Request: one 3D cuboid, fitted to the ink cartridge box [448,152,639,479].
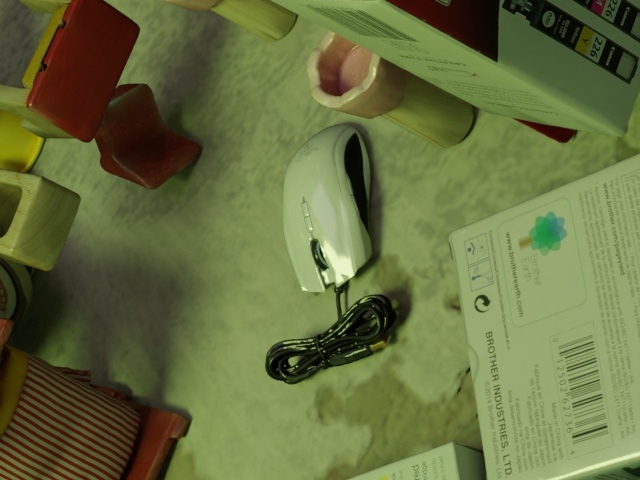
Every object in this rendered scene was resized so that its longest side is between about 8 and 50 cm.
[{"bbox_3d":[0.224,0.032,0.989,0.311,0.065,0.186,-25,59,36],"label":"ink cartridge box"}]

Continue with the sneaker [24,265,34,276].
[{"bbox_3d":[-0.374,0.032,1.501,0.290,0.106,0.123,-27,54,18],"label":"sneaker"}]

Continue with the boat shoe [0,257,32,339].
[{"bbox_3d":[-0.345,0.138,1.385,0.113,0.103,0.302,30,107,6],"label":"boat shoe"}]

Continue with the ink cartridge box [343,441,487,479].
[{"bbox_3d":[0.042,0.217,1.070,0.175,0.072,0.127,-25,59,32],"label":"ink cartridge box"}]

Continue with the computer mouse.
[{"bbox_3d":[0.000,0.000,1.214,0.106,0.042,0.193,-24,59,34],"label":"computer mouse"}]

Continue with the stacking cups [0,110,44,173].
[{"bbox_3d":[-0.379,-0.138,1.417,0.096,0.316,0.096,-19,60,37],"label":"stacking cups"}]

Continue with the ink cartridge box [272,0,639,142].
[{"bbox_3d":[0.149,-0.234,1.006,0.130,0.272,0.309,17,86,54],"label":"ink cartridge box"}]

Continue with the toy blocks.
[{"bbox_3d":[0.004,-0.273,1.167,0.288,0.260,0.309,36,98,45],"label":"toy blocks"}]

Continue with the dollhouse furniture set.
[{"bbox_3d":[-0.183,0.019,1.272,0.152,0.201,0.374,12,75,44],"label":"dollhouse furniture set"}]
